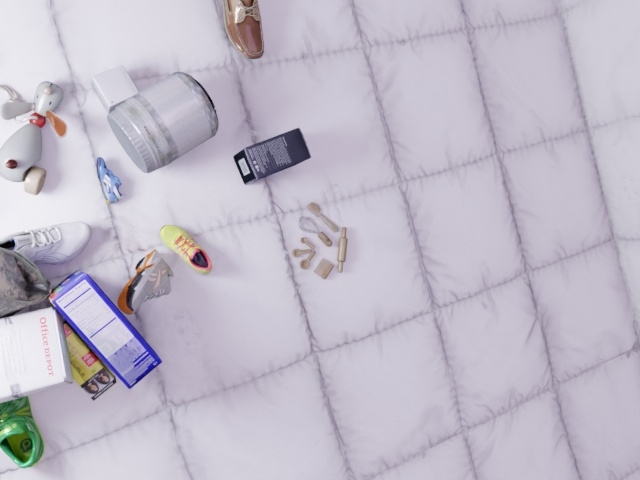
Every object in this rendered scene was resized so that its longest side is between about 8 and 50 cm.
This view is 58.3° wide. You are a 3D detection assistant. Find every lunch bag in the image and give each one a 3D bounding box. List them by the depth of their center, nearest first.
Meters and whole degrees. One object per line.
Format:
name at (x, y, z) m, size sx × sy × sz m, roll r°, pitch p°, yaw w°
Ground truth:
lunch bag at (-0.882, 0.122, 1.475) m, size 0.287 × 0.235 × 0.169 m, roll 30°, pitch 40°, yaw -53°

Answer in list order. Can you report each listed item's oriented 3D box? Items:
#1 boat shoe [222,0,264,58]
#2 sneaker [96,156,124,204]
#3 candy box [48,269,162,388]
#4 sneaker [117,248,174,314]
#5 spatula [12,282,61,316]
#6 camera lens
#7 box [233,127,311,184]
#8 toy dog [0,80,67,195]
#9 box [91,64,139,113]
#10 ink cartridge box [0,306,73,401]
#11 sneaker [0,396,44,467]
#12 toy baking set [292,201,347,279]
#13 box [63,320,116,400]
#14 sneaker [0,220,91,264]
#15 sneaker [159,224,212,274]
boat shoe at (-0.257, -0.759, 1.875) m, size 0.123 × 0.116 × 0.324 m, roll -21°, pitch 95°, yaw -21°
sneaker at (-0.637, -0.184, 1.732) m, size 0.059 × 0.053 × 0.144 m, roll -18°, pitch 103°, yaw -21°
candy box at (-0.607, 0.238, 1.598) m, size 0.122 × 0.268 × 0.317 m, roll -41°, pitch 106°, yaw -21°
sneaker at (-0.497, 0.137, 1.688) m, size 0.099 × 0.262 × 0.121 m, roll -33°, pitch 114°, yaw 25°
spatula at (-0.830, 0.246, 1.655) m, size 0.168 × 0.019 × 0.242 m, roll -1°, pitch 91°, yaw -23°
camera lens at (-0.462, -0.356, 1.719) m, size 0.274 × 0.219 × 0.219 m, roll -36°, pitch 101°, yaw -19°
box at (-0.159, -0.274, 1.874) m, size 0.207 × 0.153 × 0.108 m, roll -25°, pitch 97°, yaw -20°
toy dog at (-0.824, -0.297, 1.601) m, size 0.220 × 0.161 × 0.334 m, roll -1°, pitch 88°, yaw -22°
box at (-0.620, -0.456, 1.731) m, size 0.102 × 0.087 × 0.101 m, roll -31°, pitch 99°, yaw -20°
ink cartridge box at (-0.824, 0.316, 1.519) m, size 0.283 × 0.117 × 0.207 m, roll -13°, pitch 75°, yaw -15°
sneaker at (-0.847, 0.490, 1.577) m, size 0.109 × 0.123 × 0.296 m, roll -29°, pitch 98°, yaw -20°
toy baking set at (0.006, 0.003, 1.993) m, size 0.196 × 0.030 × 0.256 m, roll 13°, pitch 83°, yaw -21°
box at (-0.701, 0.349, 1.670) m, size 0.087 × 0.058 × 0.232 m, roll -38°, pitch 105°, yaw -19°
sneaker at (-0.794, 0.016, 1.609) m, size 0.297 × 0.129 × 0.111 m, roll -24°, pitch 77°, yaw -23°
sneaker at (-0.411, 0.025, 1.790) m, size 0.208 × 0.094 × 0.081 m, roll 42°, pitch 75°, yaw -14°
